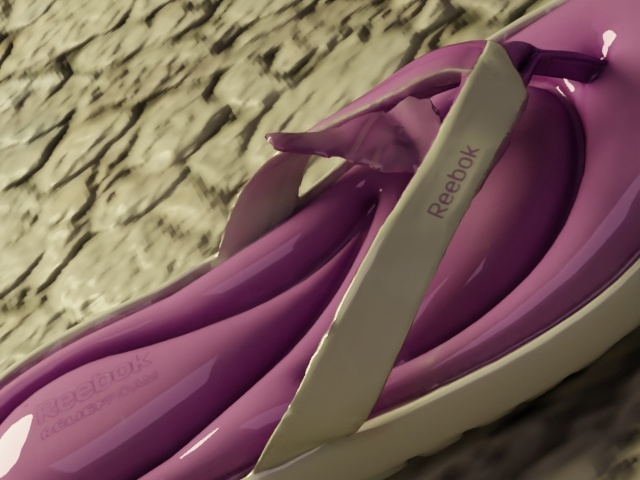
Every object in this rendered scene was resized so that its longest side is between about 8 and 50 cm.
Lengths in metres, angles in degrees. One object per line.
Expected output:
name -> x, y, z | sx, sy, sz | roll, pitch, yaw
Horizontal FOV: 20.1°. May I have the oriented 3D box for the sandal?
sandal -> 0.006, 0.009, 0.705 | 0.416, 0.102, 0.169 | -37, 43, 3
